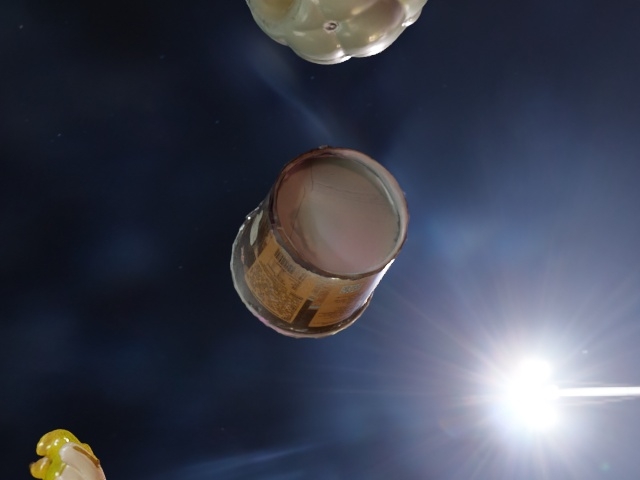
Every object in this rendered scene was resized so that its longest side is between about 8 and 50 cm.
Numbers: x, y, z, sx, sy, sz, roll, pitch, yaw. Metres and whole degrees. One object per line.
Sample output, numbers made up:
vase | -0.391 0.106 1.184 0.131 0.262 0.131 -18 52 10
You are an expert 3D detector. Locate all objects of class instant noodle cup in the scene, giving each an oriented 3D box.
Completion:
instant noodle cup | 0.000 0.000 0.882 0.217 0.207 0.217 5 -111 -13

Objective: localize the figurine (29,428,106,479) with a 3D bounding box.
figurine | -0.212 0.293 0.691 0.131 0.246 0.156 -7 -51 -50

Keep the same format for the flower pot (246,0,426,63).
flower pot | 0.016 -0.349 0.864 0.195 0.246 0.246 -18 -86 -35
